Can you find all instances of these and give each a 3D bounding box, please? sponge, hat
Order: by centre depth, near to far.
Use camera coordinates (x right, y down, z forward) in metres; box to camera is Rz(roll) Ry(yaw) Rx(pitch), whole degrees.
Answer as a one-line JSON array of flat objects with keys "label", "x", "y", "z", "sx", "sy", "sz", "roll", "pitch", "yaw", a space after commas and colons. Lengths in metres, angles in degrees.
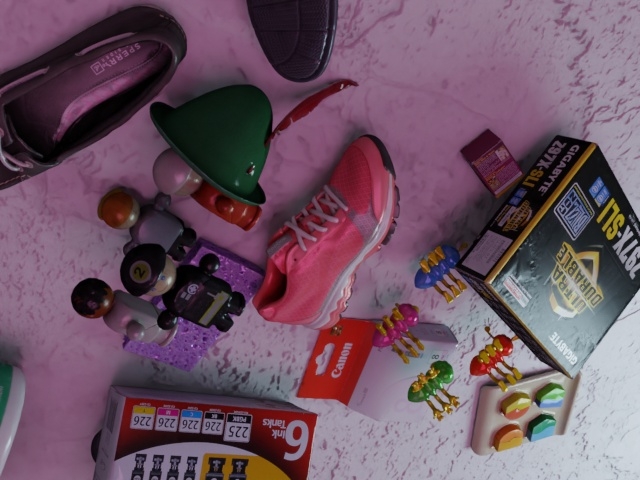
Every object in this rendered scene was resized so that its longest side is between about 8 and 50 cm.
[{"label": "hat", "x": -0.071, "y": -0.164, "z": 0.772, "sx": 0.173, "sy": 0.208, "sz": 0.183, "roll": 42, "pitch": 102, "yaw": -14}, {"label": "sponge", "x": -0.187, "y": 0.101, "z": 0.983, "sx": 0.117, "sy": 0.031, "sz": 0.210, "roll": 30, "pitch": 109, "yaw": -31}]

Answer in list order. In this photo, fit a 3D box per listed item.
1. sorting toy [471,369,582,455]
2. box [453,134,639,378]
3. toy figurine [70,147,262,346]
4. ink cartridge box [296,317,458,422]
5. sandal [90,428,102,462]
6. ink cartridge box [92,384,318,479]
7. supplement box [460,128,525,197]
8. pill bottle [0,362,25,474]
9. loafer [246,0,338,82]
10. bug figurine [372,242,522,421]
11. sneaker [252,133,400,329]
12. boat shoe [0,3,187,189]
[{"label": "sorting toy", "x": 0.411, "y": 0.346, "z": 1.317, "sx": 0.209, "sy": 0.038, "sz": 0.192, "roll": -8, "pitch": 124, "yaw": -11}, {"label": "box", "x": 0.379, "y": 0.035, "z": 1.027, "sx": 0.257, "sy": 0.079, "sz": 0.322, "roll": -52, "pitch": 127, "yaw": -7}, {"label": "toy figurine", "x": -0.193, "y": 0.013, "z": 0.801, "sx": 0.210, "sy": 0.212, "sz": 0.148, "roll": -18, "pitch": 142, "yaw": 39}, {"label": "ink cartridge box", "x": 0.098, "y": 0.226, "z": 1.137, "sx": 0.233, "sy": 0.066, "sz": 0.189, "roll": 5, "pitch": 120, "yaw": -24}, {"label": "sandal", "x": -0.266, "y": 0.379, "z": 1.110, "sx": 0.255, "sy": 0.097, "sz": 0.054, "roll": 33, "pitch": 120, "yaw": -21}, {"label": "ink cartridge box", "x": -0.183, "y": 0.380, "z": 1.021, "sx": 0.310, "sy": 0.130, "sz": 0.271, "roll": 11, "pitch": 82, "yaw": -25}, {"label": "supplement box", "x": 0.252, "y": -0.112, "z": 0.970, "sx": 0.055, "sy": 0.043, "sz": 0.083, "roll": -38, "pitch": 125, "yaw": 9}, {"label": "pill bottle", "x": -0.588, "y": 0.219, "z": 0.833, "sx": 0.361, "sy": 0.204, "sz": 0.204, "roll": 20, "pitch": 114, "yaw": -27}, {"label": "loafer", "x": -0.029, "y": -0.327, "z": 0.720, "sx": 0.109, "sy": 0.095, "sz": 0.302, "roll": 5, "pitch": 131, "yaw": 21}, {"label": "bug figurine", "x": 0.197, "y": 0.146, "z": 1.062, "sx": 0.216, "sy": 0.072, "sz": 0.279, "roll": -37, "pitch": 108, "yaw": -10}, {"label": "sneaker", "x": 0.000, "y": 0.001, "z": 0.906, "sx": 0.136, "sy": 0.116, "sz": 0.313, "roll": 3, "pitch": 122, "yaw": -35}, {"label": "boat shoe", "x": -0.299, "y": -0.150, "z": 0.747, "sx": 0.335, "sy": 0.095, "sz": 0.112, "roll": -33, "pitch": 125, "yaw": 5}]
